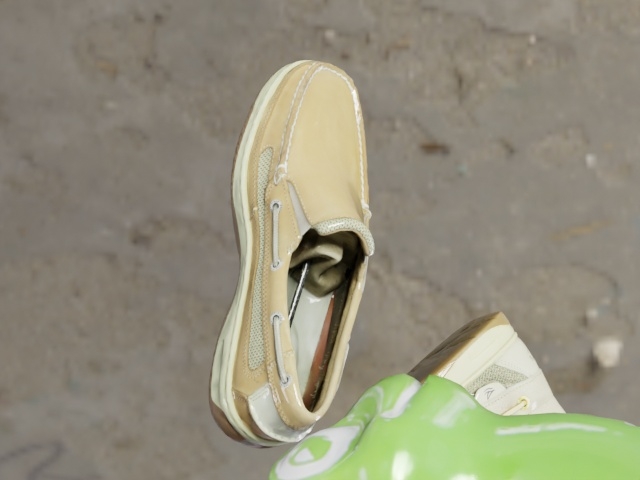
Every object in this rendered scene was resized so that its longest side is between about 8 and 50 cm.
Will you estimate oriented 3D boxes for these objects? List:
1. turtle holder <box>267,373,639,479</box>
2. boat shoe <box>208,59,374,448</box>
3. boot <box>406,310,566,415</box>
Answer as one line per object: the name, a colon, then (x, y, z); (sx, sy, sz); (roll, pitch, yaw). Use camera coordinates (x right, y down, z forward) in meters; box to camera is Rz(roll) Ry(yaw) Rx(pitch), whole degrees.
turtle holder: (0.038, 0.180, 0.405); (0.228, 0.320, 0.243); (-11, 169, 18)
boat shoe: (0.000, 0.000, 0.815); (0.068, 0.190, 0.072); (15, 159, -29)
boot: (0.079, 0.167, 1.043); (0.165, 0.213, 0.077); (50, 162, -5)
